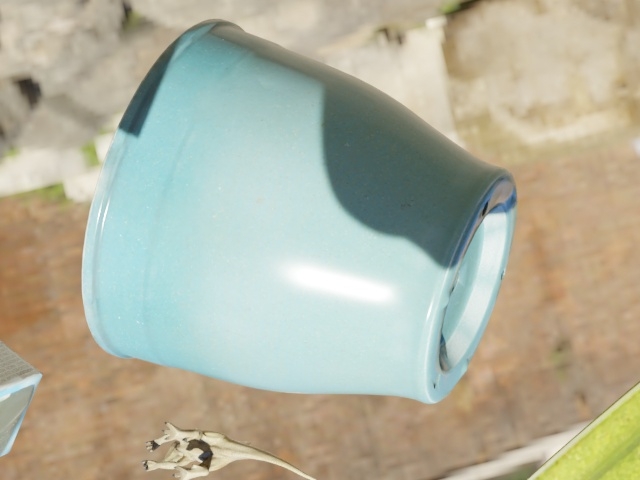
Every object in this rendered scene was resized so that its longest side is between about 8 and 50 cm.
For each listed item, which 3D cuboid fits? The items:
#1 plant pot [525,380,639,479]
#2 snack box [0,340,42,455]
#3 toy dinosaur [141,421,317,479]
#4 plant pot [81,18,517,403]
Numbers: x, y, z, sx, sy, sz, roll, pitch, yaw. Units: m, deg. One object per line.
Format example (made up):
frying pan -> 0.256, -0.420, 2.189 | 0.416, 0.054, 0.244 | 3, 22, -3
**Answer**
plant pot -> 0.183, 0.250, 0.636 | 0.366, 0.353, 0.366 | -40, 162, -15
snack box -> -0.299, 0.072, 0.845 | 0.322, 0.187, 0.060 | -23, 144, -58
toy dinosaur -> -0.094, 0.183, 1.614 | 0.093, 0.053, 0.183 | -1, 180, -45
plant pot -> 0.000, 0.000, 1.381 | 0.255, 0.271, 0.272 | 19, -171, 18
